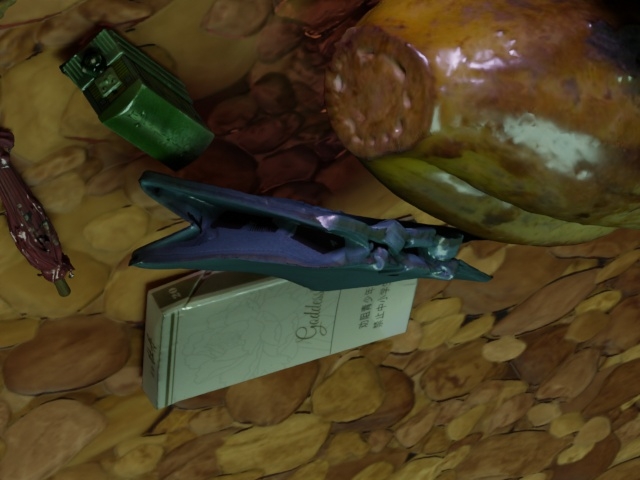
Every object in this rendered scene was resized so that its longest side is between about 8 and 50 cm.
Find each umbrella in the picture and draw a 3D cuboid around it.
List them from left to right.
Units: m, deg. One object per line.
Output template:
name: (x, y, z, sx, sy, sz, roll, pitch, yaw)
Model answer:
umbrella: (-0.173, -0.012, 1.099, 0.027, 0.025, 0.165, -7, 144, 8)

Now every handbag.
handbag: (0.000, 0.000, 1.101, 0.144, 0.057, 0.221, 5, 177, 30)

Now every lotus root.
lotus root: (0.138, -0.078, 1.096, 0.291, 0.193, 0.193, 8, 132, -38)

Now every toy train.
toy train: (-0.101, -0.077, 1.034, 0.038, 0.056, 0.093, -40, 147, 10)

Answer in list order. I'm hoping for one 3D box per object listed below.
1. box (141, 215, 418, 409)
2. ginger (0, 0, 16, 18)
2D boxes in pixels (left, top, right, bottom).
box: (-0.025, 0.048, 1.275, 0.198, 0.029, 0.109, -15, 144, -20)
ginger: (-0.257, -0.087, 0.853, 0.270, 0.123, 0.219, 0, 134, -35)
